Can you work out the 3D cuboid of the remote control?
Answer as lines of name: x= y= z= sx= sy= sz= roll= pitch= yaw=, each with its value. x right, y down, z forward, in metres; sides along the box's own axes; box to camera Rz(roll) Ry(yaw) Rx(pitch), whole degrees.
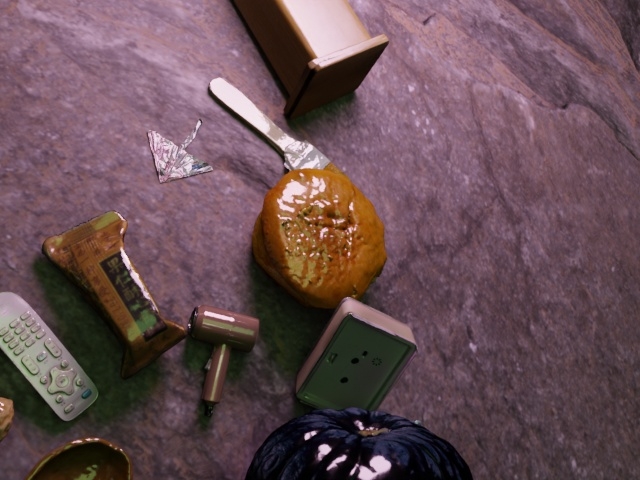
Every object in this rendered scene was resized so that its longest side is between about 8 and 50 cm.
remote control: x=-0.447 y=0.181 z=1.114 sx=0.073 sy=0.044 sz=0.229 roll=-42 pitch=100 yaw=-33

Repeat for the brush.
brush: x=-0.086 y=-0.204 z=1.395 sx=0.336 sy=0.020 sz=0.085 roll=41 pitch=64 yaw=-4

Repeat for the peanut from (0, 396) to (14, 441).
peanut: x=-0.530 y=0.293 z=1.016 sx=0.083 sy=0.093 sz=0.194 roll=43 pitch=64 yaw=12

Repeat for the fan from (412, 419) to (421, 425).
fan: x=0.102 y=0.364 z=1.290 sx=0.193 sy=0.016 sz=0.038 roll=-13 pitch=85 yaw=-24

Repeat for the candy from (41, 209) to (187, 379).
candy: x=-0.332 y=0.080 z=1.164 sx=0.143 sy=0.101 sz=0.271 roll=-32 pitch=81 yaw=-21

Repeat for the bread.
bread: x=0.000 y=0.000 z=1.297 sx=0.268 sy=0.145 sz=0.268 roll=8 pitch=72 yaw=-24

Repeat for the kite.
kite: x=-0.260 y=-0.169 z=1.320 sx=0.139 sy=0.011 sz=0.157 roll=34 pitch=64 yaw=-11

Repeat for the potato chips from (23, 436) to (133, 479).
potato chips: x=-0.381 y=0.393 z=1.067 sx=0.150 sy=0.049 sz=0.202 roll=35 pitch=62 yaw=-15

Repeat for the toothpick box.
toothpick box: x=-0.042 y=-0.438 z=1.404 sx=0.190 sy=0.187 sz=0.308 roll=-27 pitch=81 yaw=-26

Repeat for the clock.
clock: x=0.060 y=0.213 z=1.230 sx=0.147 sy=0.071 sz=0.192 roll=26 pitch=110 yaw=-12

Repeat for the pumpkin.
pumpkin: x=0.056 y=0.402 z=1.074 sx=0.363 sy=0.363 sz=0.266 roll=5 pitch=96 yaw=-20

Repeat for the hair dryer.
hair dryer: x=-0.178 y=0.208 z=1.206 sx=0.117 sy=0.064 sz=0.182 roll=16 pitch=74 yaw=-16
